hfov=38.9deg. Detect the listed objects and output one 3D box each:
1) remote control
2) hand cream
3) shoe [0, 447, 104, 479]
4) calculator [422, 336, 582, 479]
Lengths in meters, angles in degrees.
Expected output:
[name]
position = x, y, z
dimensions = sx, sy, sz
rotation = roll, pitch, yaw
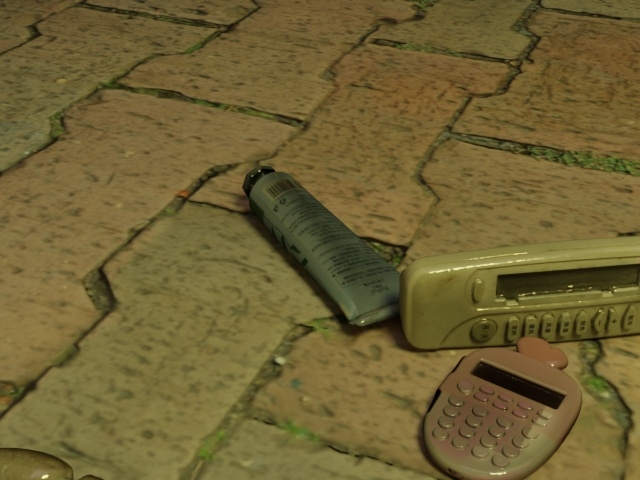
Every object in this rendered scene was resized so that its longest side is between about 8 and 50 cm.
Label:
[remote control]
position = 0.182, 0.043, 0.772
dimensions = 0.230, 0.090, 0.049
rotation = -4, 28, -6
[hand cream]
position = 0.000, 0.000, 0.874
dimensions = 0.088, 0.055, 0.256
rotation = -11, 35, -32
[shoe]
position = -0.114, 0.228, 0.388
dimensions = 0.351, 0.171, 0.198
rotation = 12, 36, 21
[calculator]
position = 0.142, 0.127, 0.698
dimensions = 0.103, 0.024, 0.166
rotation = 20, 39, 29
